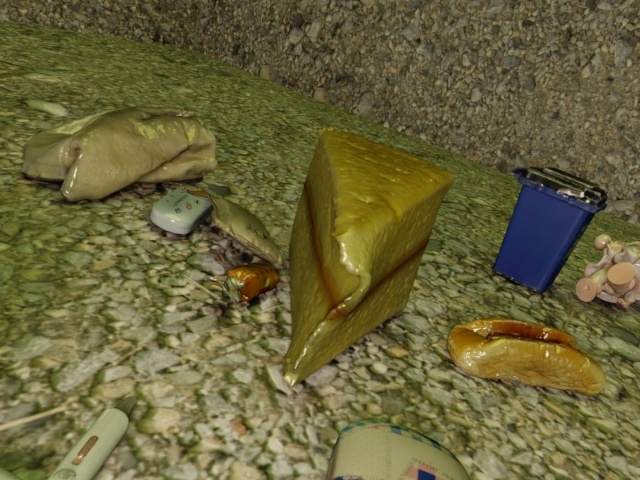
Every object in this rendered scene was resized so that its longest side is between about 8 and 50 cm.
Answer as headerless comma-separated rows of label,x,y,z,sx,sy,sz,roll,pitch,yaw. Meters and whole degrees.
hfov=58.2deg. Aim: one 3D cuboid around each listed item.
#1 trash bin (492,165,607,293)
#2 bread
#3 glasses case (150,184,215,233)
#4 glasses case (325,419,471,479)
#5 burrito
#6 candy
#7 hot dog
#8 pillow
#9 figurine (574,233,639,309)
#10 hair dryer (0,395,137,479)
trash bin,0.454,-0.029,1.183,0.184,0.234,0.162,30,22,29
bread,0.000,0.000,0.739,0.245,0.233,0.361,26,22,20
glasses case,-0.224,-0.054,0.956,0.067,0.045,0.178,24,20,-1
glasses case,0.053,0.239,0.393,0.125,0.076,0.327,17,21,3
burrito,-0.351,-0.166,1.024,0.190,0.135,0.332,36,29,23
candy,-0.096,0.057,0.781,0.053,0.046,0.182,9,7,21
hot dog,0.297,0.159,0.809,0.242,0.073,0.084,13,26,-12
pillow,-0.120,-0.020,0.896,0.130,0.038,0.233,36,4,-21
figurine,0.659,0.075,1.245,0.276,0.133,0.200,-8,45,-41
hair dryer,-0.164,0.173,0.440,0.155,0.044,0.183,25,18,12
